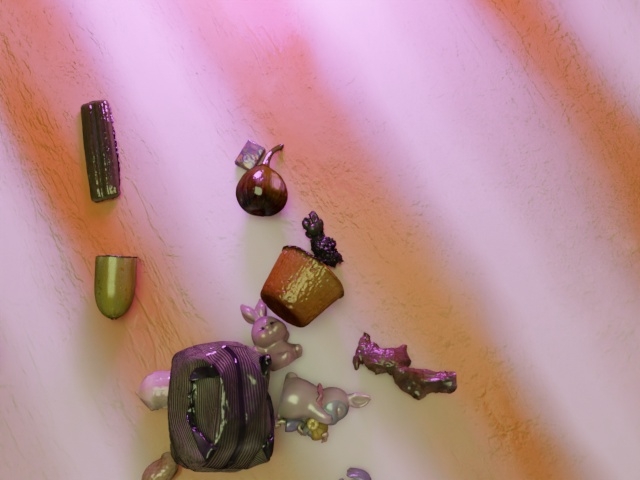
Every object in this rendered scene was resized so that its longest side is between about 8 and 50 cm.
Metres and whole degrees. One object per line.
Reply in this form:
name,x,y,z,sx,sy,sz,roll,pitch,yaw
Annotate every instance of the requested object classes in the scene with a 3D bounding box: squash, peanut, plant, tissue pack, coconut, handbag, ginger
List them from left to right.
squash,-0.572,0.129,1.881,0.123,0.123,0.187,-2,82,2
peanut,-0.441,0.650,1.786,0.082,0.082,0.187,23,79,7
coconut,-0.437,0.410,1.822,0.124,0.110,0.110,-4,78,-6
handbag,-0.248,0.427,1.719,0.247,0.240,0.341,5,78,-26
tissue pack,-0.208,-0.249,1.983,0.063,0.035,0.083,28,81,7
plant,0.000,0.000,1.906,0.085,0.087,0.174,-24,82,-33
ginger,0.229,0.350,1.829,0.290,0.084,0.122,23,58,10

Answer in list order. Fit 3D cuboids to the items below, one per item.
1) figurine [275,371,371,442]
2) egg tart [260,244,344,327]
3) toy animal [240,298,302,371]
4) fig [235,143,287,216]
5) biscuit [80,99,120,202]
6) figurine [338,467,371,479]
figurine,0.007,0.450,1.786,0.235,0.127,0.155,12,61,2
egg tart,-0.052,0.125,1.798,0.215,0.215,0.171,34,67,9
toy animal,-0.146,0.251,1.837,0.124,0.124,0.213,-32,82,-4
fig,-0.153,-0.187,1.929,0.149,0.149,0.245,11,67,4
biscuit,-0.657,-0.274,2.006,0.099,0.038,0.323,-11,78,3
figurine,0.101,0.646,1.769,0.094,0.086,0.082,24,96,-34
